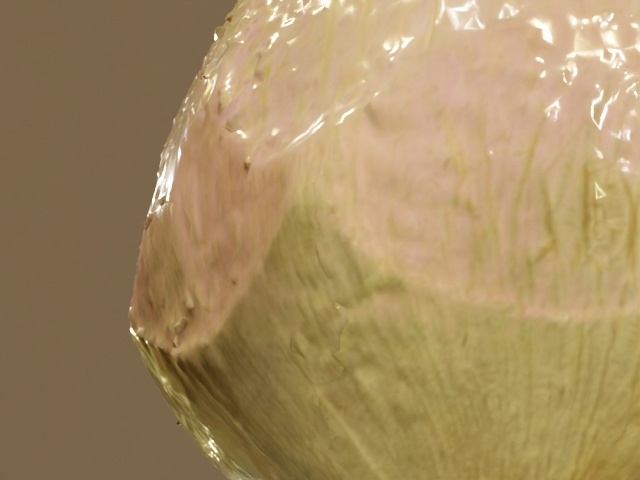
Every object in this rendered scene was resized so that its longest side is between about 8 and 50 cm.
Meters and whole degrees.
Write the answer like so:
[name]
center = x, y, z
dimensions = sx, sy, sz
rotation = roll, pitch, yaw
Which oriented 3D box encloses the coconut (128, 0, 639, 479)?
[coconut]
center = 0.099, 0.021, 0.723
dimensions = 0.404, 0.404, 0.405
rotation = 38, -40, 40
